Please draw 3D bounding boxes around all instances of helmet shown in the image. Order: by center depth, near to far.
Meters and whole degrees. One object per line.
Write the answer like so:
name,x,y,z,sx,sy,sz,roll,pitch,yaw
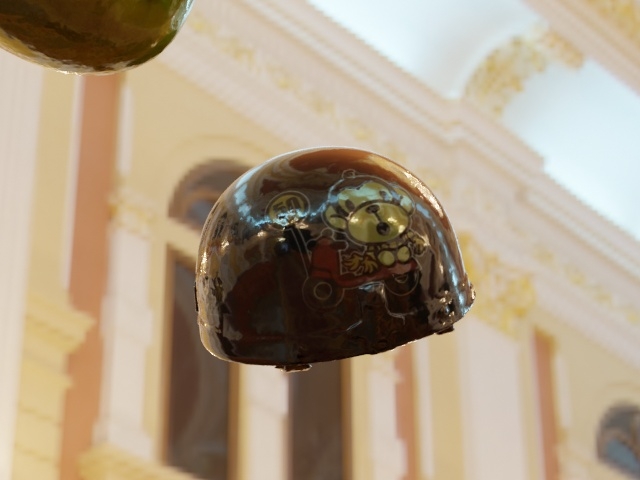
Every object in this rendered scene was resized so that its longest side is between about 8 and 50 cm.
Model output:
helmet,0.000,0.000,1.565,0.230,0.279,0.160,-14,-72,-15

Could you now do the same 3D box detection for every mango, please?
mango,-0.200,-0.213,1.188,0.273,0.185,0.149,41,-84,-2
